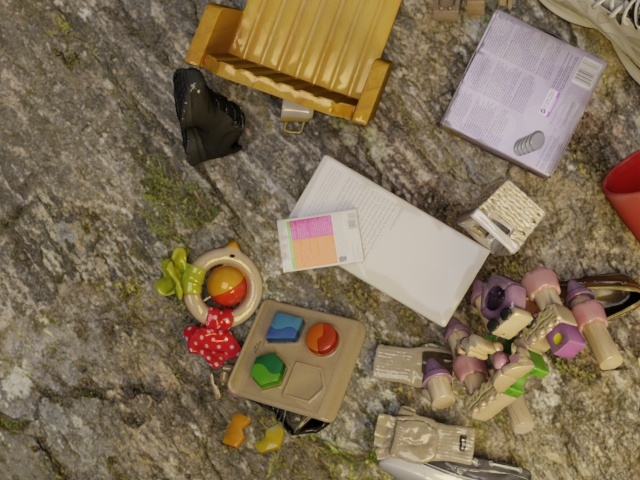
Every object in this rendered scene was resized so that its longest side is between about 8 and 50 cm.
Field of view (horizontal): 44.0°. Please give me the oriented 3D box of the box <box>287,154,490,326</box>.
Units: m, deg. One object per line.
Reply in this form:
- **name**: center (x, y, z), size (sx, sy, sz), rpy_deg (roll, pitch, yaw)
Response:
- **box**: center (0.122, -0.004, 1.518), size (0.345, 0.215, 0.168), rpy_deg (31, 94, 2)

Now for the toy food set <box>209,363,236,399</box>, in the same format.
- **toy food set**: center (-0.165, 0.286, 1.646), size (0.122, 0.019, 0.078), rpy_deg (-16, 92, -4)

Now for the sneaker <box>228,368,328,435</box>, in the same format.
- **sneaker**: center (-0.080, 0.315, 1.581), size (0.227, 0.130, 0.087), rpy_deg (29, 92, -1)

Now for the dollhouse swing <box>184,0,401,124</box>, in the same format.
- **dollhouse swing**: center (-0.015, -0.425, 1.489), size (0.346, 0.315, 0.305), rpy_deg (21, 105, 3)

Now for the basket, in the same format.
- **basket**: center (0.347, -0.044, 1.533), size (0.113, 0.167, 0.103), rpy_deg (42, 87, 1)

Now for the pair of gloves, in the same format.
- **pair of gloves**: center (0.206, 0.324, 1.585), size (0.204, 0.042, 0.240), rpy_deg (0, 71, 5)

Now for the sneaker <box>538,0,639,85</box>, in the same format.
- **sneaker**: center (0.565, -0.461, 1.455), size (0.447, 0.257, 0.169), rpy_deg (42, 94, 1)

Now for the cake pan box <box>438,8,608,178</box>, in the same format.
- **cake pan box**: center (0.399, -0.292, 1.567), size (0.245, 0.070, 0.267), rpy_deg (25, 94, 0)

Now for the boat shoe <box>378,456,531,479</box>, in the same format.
- **boat shoe**: center (0.271, 0.458, 1.592), size (0.301, 0.108, 0.102), rpy_deg (11, 60, 15)

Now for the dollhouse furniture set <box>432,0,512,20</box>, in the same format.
- **dollhouse furniture set**: center (0.295, -0.514, 1.511), size (0.151, 0.123, 0.144), rpy_deg (4, 57, 12)

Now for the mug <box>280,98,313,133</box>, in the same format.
- **mug**: center (-0.048, -0.263, 1.605), size (0.064, 0.078, 0.062), rpy_deg (7, 60, -6)

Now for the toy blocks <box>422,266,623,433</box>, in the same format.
- **toy blocks**: center (0.324, 0.150, 1.442), size (0.308, 0.260, 0.288), rpy_deg (21, 128, -30)

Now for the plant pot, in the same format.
- **plant pot**: center (0.699, -0.053, 1.474), size (0.274, 0.275, 0.243), rpy_deg (-30, 102, 4)

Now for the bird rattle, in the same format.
- **bird rattle**: center (-0.210, 0.115, 1.592), size (0.206, 0.143, 0.254), rpy_deg (-32, 93, -12)

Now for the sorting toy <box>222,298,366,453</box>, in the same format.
- **sorting toy**: center (-0.064, 0.267, 1.533), size (0.229, 0.041, 0.307), rpy_deg (13, 64, 20)

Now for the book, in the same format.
- **book**: center (0.000, 0.000, 1.404), size (0.144, 0.035, 0.096), rpy_deg (-8, 89, 4)

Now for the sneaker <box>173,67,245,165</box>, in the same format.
- **sneaker**: center (-0.210, -0.243, 1.511), size (0.130, 0.286, 0.109), rpy_deg (-9, 72, -6)

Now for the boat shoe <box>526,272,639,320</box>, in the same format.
- **boat shoe**: center (0.479, 0.128, 1.559), size (0.307, 0.104, 0.111), rpy_deg (-19, 93, 5)
